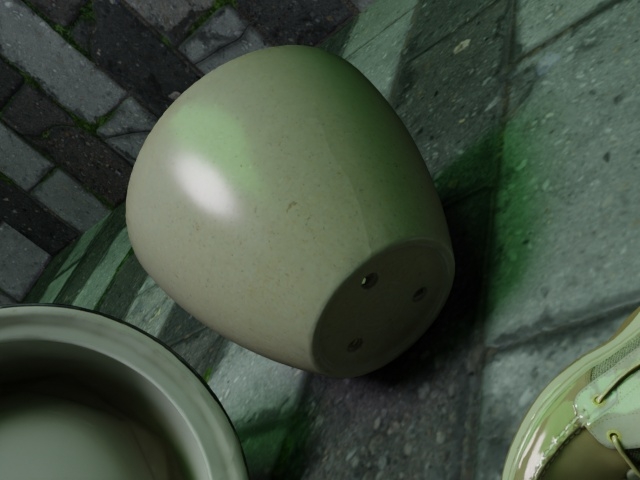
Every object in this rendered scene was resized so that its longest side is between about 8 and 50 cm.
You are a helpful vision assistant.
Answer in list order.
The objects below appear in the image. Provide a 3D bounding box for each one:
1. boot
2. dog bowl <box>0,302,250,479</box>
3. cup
[{"bbox_3d":[0.216,0.120,0.396,0.213,0.077,0.165,-45,25,0],"label":"boot"},{"bbox_3d":[-0.277,0.274,0.655,0.408,0.407,0.150,-62,8,-30],"label":"dog bowl"},{"bbox_3d":[0.000,0.000,0.722,0.331,0.331,0.237,-47,50,3],"label":"cup"}]
